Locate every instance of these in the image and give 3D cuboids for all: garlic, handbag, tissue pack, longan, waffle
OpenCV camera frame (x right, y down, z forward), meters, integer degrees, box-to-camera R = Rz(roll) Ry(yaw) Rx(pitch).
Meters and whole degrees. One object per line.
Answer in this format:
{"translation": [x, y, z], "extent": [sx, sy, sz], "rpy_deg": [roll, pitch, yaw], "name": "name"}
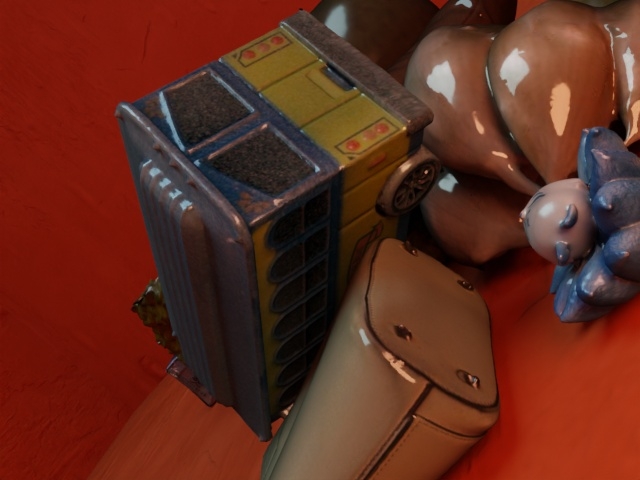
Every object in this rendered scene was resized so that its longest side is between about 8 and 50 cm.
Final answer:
{"translation": [0.177, -0.089, 0.655], "extent": [0.237, 0.210, 0.292], "rpy_deg": [5, 41, 40], "name": "garlic"}
{"translation": [-0.013, 0.156, 0.566], "extent": [0.315, 0.109, 0.241], "rpy_deg": [-52, 3, 20], "name": "handbag"}
{"translation": [-0.236, 0.252, 1.600], "extent": [0.051, 0.112, 0.156], "rpy_deg": [-51, 5, 2], "name": "tissue pack"}
{"translation": [0.076, -0.256, 1.409], "extent": [0.361, 0.361, 0.361], "rpy_deg": [-49, 6, 7], "name": "longan"}
{"translation": [0.131, -0.019, 0.896], "extent": [0.191, 0.038, 0.191], "rpy_deg": [-49, 5, 6], "name": "waffle"}

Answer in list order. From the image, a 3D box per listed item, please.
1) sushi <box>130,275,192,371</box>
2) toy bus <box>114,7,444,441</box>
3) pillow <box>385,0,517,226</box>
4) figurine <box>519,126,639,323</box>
{"translation": [-0.120, 0.051, 1.397], "extent": [0.351, 0.240, 0.396], "rpy_deg": [-53, 8, -28], "name": "sushi"}
{"translation": [-0.030, 0.003, 0.655], "extent": [0.190, 0.152, 0.312], "rpy_deg": [-34, -29, -23], "name": "toy bus"}
{"translation": [0.098, -0.116, 0.878], "extent": [0.308, 0.108, 0.305], "rpy_deg": [-50, -13, -28], "name": "pillow"}
{"translation": [0.148, -0.004, 0.445], "extent": [0.114, 0.079, 0.114], "rpy_deg": [17, -90, -83], "name": "figurine"}
